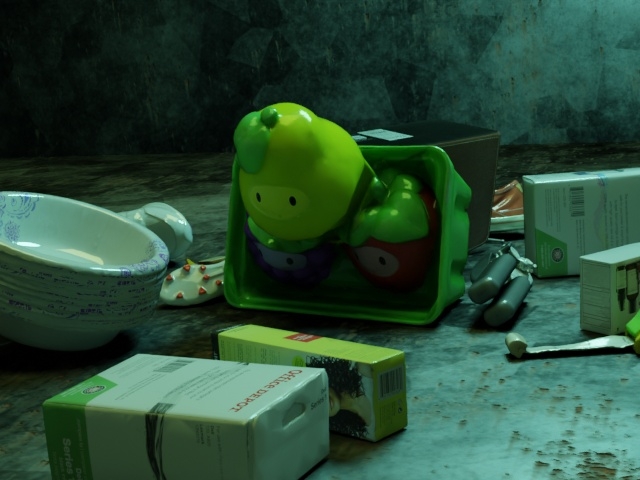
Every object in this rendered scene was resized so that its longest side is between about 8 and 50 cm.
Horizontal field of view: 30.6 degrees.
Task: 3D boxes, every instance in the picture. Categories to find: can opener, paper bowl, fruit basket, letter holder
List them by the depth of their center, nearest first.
[{"bbox_3d":[-0.357,0.048,1.582,0.284,0.148,0.284,15,15,-4],"label":"paper bowl"},{"bbox_3d":[0.005,-0.034,1.644,0.392,0.282,0.392,4,-2,0],"label":"fruit basket"},{"bbox_3d":[0.255,0.066,1.670,0.093,0.074,0.280,-36,-1,17],"label":"can opener"},{"bbox_3d":[0.146,-0.075,1.972,0.302,0.214,0.152,-14,22,-43],"label":"letter holder"}]

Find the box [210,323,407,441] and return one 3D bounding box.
[{"bbox_3d":[-0.016,0.145,1.242,0.232,0.087,0.058,5,13,42],"label":"box"}]

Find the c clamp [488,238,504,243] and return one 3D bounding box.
[{"bbox_3d":[0.228,0.005,2.083,0.137,0.022,0.161,5,13,38],"label":"c clamp"}]

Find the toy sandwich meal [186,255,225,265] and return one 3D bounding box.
[{"bbox_3d":[-0.192,0.041,2.007,0.086,0.029,0.085,-3,11,1],"label":"toy sandwich meal"}]

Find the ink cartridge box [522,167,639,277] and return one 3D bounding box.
[{"bbox_3d":[0.433,-0.031,1.845,0.213,0.154,0.093,-5,9,-2],"label":"ink cartridge box"}]

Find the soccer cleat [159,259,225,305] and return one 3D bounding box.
[{"bbox_3d":[-0.162,0.063,1.821,0.196,0.068,0.076,-22,-25,-24],"label":"soccer cleat"}]

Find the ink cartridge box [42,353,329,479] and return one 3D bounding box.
[{"bbox_3d":[-0.120,0.175,1.094,0.220,0.092,0.160,2,12,26],"label":"ink cartridge box"}]

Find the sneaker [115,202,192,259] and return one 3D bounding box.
[{"bbox_3d":[-0.370,0.008,2.108,0.305,0.114,0.152,-2,24,29],"label":"sneaker"}]

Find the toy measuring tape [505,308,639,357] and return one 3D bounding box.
[{"bbox_3d":[0.387,0.075,1.407,0.330,0.121,0.121,-3,11,1],"label":"toy measuring tape"}]

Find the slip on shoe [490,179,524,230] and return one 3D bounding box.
[{"bbox_3d":[0.221,-0.058,2.150,0.332,0.101,0.123,-4,-3,-5],"label":"slip on shoe"}]

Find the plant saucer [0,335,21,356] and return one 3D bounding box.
[{"bbox_3d":[-0.474,0.130,1.589,0.169,0.029,0.168,0,16,0],"label":"plant saucer"}]

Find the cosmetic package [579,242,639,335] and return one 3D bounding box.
[{"bbox_3d":[0.445,0.053,1.554,0.239,0.098,0.060,-12,16,-36],"label":"cosmetic package"}]
